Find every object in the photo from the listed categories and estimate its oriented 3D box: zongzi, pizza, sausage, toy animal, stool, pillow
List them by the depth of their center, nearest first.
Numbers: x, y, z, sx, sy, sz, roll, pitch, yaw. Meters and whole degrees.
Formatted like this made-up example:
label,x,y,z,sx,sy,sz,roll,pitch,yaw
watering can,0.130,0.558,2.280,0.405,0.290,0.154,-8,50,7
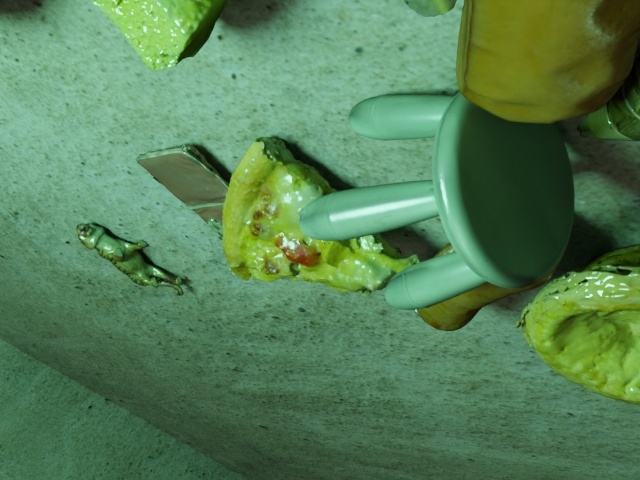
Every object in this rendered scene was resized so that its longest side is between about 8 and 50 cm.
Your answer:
label,x,y,z,sx,sy,sz,roll,pitch,yaw
sausage,0.166,-0.185,0.529,0.136,0.120,0.241,-1,147,11
zongzi,0.323,-0.106,0.609,0.160,0.078,0.176,20,162,4
stool,0.118,-0.044,0.732,0.199,0.195,0.195,-10,138,48
sausage,0.205,0.036,0.912,0.109,0.109,0.270,28,152,-9
pizza,0.000,0.000,0.956,0.288,0.075,0.280,20,137,13
pillow,-0.157,-0.057,1.071,0.126,0.043,0.232,-8,138,43
toy animal,-0.354,0.038,1.380,0.099,0.057,0.241,4,149,44

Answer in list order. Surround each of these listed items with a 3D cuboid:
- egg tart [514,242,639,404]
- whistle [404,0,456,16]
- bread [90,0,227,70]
label,x,y,z,sx,sy,sz,roll,pitch,yaw
egg tart,0.396,0.095,0.852,0.315,0.120,0.315,16,151,9
whistle,0.019,-0.296,0.500,0.057,0.068,0.326,-21,135,24
bread,-0.144,-0.235,0.681,0.114,0.111,0.129,40,150,-22
